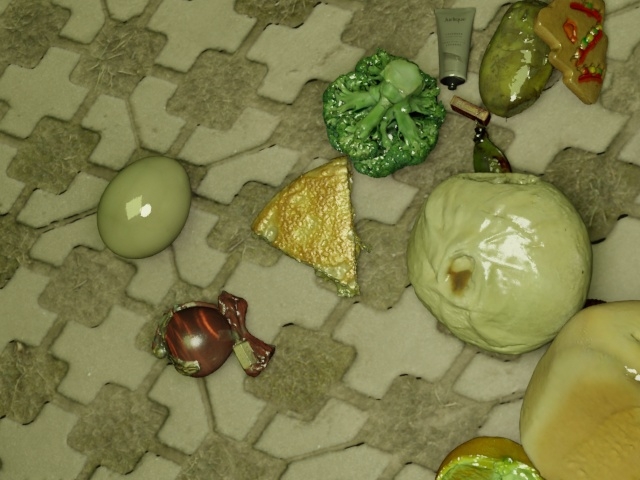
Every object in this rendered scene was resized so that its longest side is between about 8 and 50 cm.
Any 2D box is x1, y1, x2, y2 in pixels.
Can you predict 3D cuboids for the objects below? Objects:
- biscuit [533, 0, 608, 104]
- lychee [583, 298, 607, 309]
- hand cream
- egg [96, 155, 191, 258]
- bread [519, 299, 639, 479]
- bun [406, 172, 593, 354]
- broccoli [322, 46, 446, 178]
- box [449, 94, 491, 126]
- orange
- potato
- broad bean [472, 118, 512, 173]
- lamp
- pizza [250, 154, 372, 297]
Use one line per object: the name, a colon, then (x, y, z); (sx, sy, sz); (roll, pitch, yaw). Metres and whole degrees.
biscuit: (0.504, -0.381, 1.571); (0.041, 0.212, 0.238); (-5, 107, 53)
lychee: (0.504, 0.169, 1.521); (0.129, 0.123, 0.123); (-18, 77, 41)
hand cream: (0.279, -0.402, 1.689); (0.087, 0.054, 0.186); (1, 77, 11)
egg: (-0.381, -0.073, 1.759); (0.186, 0.186, 0.241); (27, 81, 17)
bread: (0.526, 0.289, 1.352); (0.348, 0.253, 0.376); (32, 133, 22)
bun: (0.304, 0.041, 1.491); (0.364, 0.202, 0.364); (9, 103, 43)
broccoli: (0.129, -0.266, 1.604); (0.270, 0.270, 0.269); (3, 70, -8)
box: (0.308, -0.266, 1.660); (0.082, 0.051, 0.023); (30, 94, 17)
orange: (0.340, 0.455, 1.498); (0.237, 0.158, 0.179); (23, 131, 22)
potato: (0.395, -0.359, 1.611); (0.149, 0.113, 0.251); (13, 91, 38)
broad bean: (0.355, -0.082, 1.617); (0.077, 0.061, 0.338); (-14, 78, 34)
lamp: (-0.235, 0.216, 1.702); (0.223, 0.151, 0.215); (-29, 81, 8)
pizza: (0.000, 0.000, 1.707); (0.280, 0.075, 0.287); (-29, 79, 15)
